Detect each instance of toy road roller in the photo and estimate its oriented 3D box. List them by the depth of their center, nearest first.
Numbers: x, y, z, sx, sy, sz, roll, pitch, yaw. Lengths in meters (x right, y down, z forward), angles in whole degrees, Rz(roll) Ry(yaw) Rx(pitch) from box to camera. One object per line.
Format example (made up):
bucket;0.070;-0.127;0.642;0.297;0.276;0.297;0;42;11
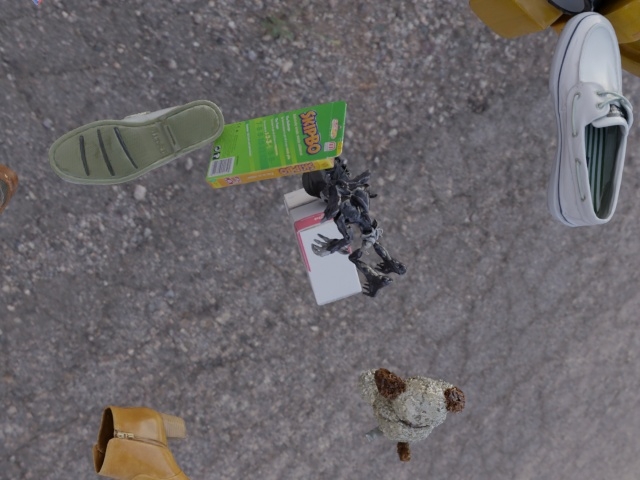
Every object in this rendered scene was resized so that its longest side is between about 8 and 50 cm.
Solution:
toy road roller;0.360;-0.317;0.857;0.240;0.329;0.202;40;95;-14

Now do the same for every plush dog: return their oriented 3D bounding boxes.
plush dog;0.223;0.402;1.677;0.262;0.211;0.225;10;145;-2

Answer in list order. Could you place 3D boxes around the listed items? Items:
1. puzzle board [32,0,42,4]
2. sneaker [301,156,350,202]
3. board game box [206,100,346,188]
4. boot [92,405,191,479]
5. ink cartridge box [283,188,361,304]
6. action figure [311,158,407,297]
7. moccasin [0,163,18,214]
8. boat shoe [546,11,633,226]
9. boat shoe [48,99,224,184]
puzzle board;-0.193;-0.249;0.505;0.128;0.011;0.096;-54;159;-8
sneaker;0.007;-0.181;1.589;0.109;0.130;0.286;-47;146;-11
board game box;-0.075;-0.168;1.216;0.039;0.259;0.124;49;40;-49
boot;-0.372;0.495;1.447;0.104;0.295;0.211;-31;148;32
ink cartridge box;0.000;0.000;1.748;0.117;0.283;0.207;-17;114;-2
action figure;0.055;-0.024;1.326;0.164;0.140;0.276;-51;123;-37
moccasin;-0.627;-0.056;1.034;0.147;0.379;0.139;-64;137;-61
boat shoe;0.293;-0.126;0.725;0.083;0.076;0.226;-3;97;-18
boat shoe;-0.321;-0.167;1.225;0.302;0.103;0.113;-17;97;-18
